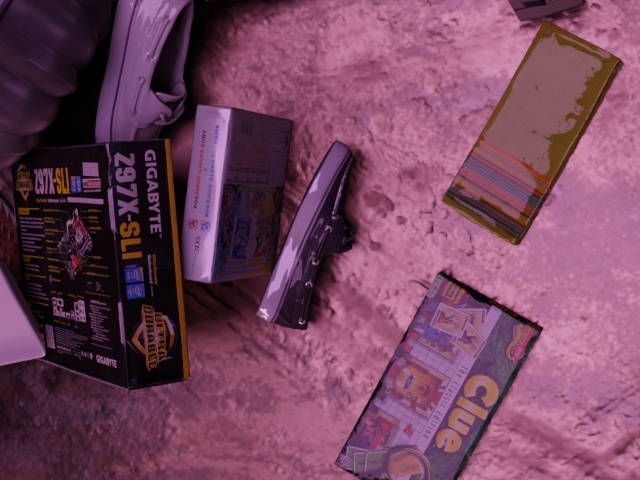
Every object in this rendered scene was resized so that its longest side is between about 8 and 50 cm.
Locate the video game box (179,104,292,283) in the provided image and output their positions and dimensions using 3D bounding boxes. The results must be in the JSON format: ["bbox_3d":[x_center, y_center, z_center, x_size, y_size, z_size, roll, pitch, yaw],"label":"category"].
[{"bbox_3d":[-0.092,-0.051,1.325,0.048,0.205,0.187,6,93,16],"label":"video game box"}]

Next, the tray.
[{"bbox_3d":[-0.434,0.089,1.457,0.270,0.030,0.145,-14,107,44],"label":"tray"}]

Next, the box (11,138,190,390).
[{"bbox_3d":[-0.257,0.020,1.335,0.322,0.079,0.257,2,96,58],"label":"box"}]

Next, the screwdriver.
[{"bbox_3d":[-0.218,-0.205,1.453,0.170,0.024,0.025,41,73,17],"label":"screwdriver"}]

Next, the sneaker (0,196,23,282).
[{"bbox_3d":[-0.496,-0.033,1.502,0.302,0.108,0.121,43,118,8],"label":"sneaker"}]

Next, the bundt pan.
[{"bbox_3d":[-0.345,-0.213,1.358,0.124,0.331,0.331,32,103,-23],"label":"bundt pan"}]

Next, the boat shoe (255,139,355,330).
[{"bbox_3d":[0.000,0.000,1.371,0.076,0.080,0.228,23,95,-4],"label":"boat shoe"}]

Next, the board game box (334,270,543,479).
[{"bbox_3d":[0.134,0.181,1.362,0.136,0.030,0.259,29,100,11],"label":"board game box"}]

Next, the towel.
[{"bbox_3d":[0.234,-0.119,1.324,0.102,0.021,0.237,31,100,12],"label":"towel"}]

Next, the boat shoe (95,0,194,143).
[{"bbox_3d":[-0.199,-0.172,1.376,0.084,0.095,0.258,23,125,18],"label":"boat shoe"}]

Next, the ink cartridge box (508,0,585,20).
[{"bbox_3d":[0.220,-0.316,1.231,0.082,0.191,0.139,-14,88,16],"label":"ink cartridge box"}]

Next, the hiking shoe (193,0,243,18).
[{"bbox_3d":[-0.135,-0.310,1.372,0.227,0.114,0.086,-8,89,16],"label":"hiking shoe"}]
